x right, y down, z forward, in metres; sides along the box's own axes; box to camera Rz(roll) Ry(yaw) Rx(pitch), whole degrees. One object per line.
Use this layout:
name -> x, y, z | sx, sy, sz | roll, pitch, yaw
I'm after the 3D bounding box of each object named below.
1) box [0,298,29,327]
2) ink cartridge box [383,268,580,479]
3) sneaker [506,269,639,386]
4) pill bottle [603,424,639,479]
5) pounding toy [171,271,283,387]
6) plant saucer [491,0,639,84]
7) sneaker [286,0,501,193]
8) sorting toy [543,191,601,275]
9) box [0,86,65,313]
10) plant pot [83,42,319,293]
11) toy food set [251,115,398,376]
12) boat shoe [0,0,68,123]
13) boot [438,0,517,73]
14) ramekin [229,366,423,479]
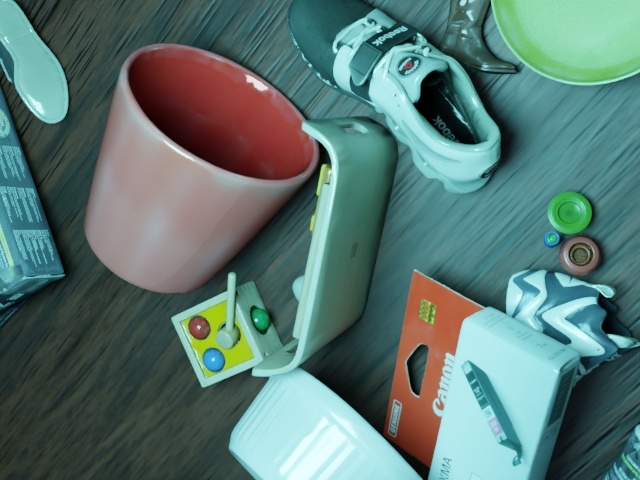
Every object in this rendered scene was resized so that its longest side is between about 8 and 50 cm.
box -> -0.553, 0.056, 1.378 | 0.116, 0.029, 0.162 | -41, 83, 22
ink cartridge box -> 0.168, 0.204, 1.014 | 0.239, 0.060, 0.275 | 28, 123, 36
sneaker -> 0.308, 0.153, 1.001 | 0.153, 0.094, 0.235 | 1, 88, 31
pill bottle -> 0.374, 0.351, 0.986 | 0.130, 0.130, 0.246 | 29, 108, 16
pounding toy -> -0.129, 0.120, 1.173 | 0.141, 0.100, 0.130 | -26, 88, 24
plant saucer -> 0.314, -0.297, 0.946 | 0.241, 0.037, 0.241 | 4, 98, 31
sneaker -> 0.094, -0.206, 0.991 | 0.330, 0.146, 0.122 | 42, 80, 7
sorting toy -> 0.302, -0.006, 1.014 | 0.061, 0.042, 0.102 | -12, 81, 8
box -> -0.601, -0.058, 1.320 | 0.318, 0.097, 0.395 | -28, 78, 26
plant pot -> -0.175, -0.080, 1.087 | 0.275, 0.275, 0.243 | 43, 122, 11
toy food set -> 0.000, 0.000, 1.037 | 0.092, 0.219, 0.306 | 16, 104, 20
boat shoe -> -0.449, -0.270, 1.280 | 0.206, 0.075, 0.065 | 62, 157, -3
boot -> 0.200, -0.265, 1.016 | 0.106, 0.037, 0.114 | 16, 99, 17
ramekin -> 0.003, 0.289, 1.045 | 0.273, 0.273, 0.127 | 42, 74, 12
